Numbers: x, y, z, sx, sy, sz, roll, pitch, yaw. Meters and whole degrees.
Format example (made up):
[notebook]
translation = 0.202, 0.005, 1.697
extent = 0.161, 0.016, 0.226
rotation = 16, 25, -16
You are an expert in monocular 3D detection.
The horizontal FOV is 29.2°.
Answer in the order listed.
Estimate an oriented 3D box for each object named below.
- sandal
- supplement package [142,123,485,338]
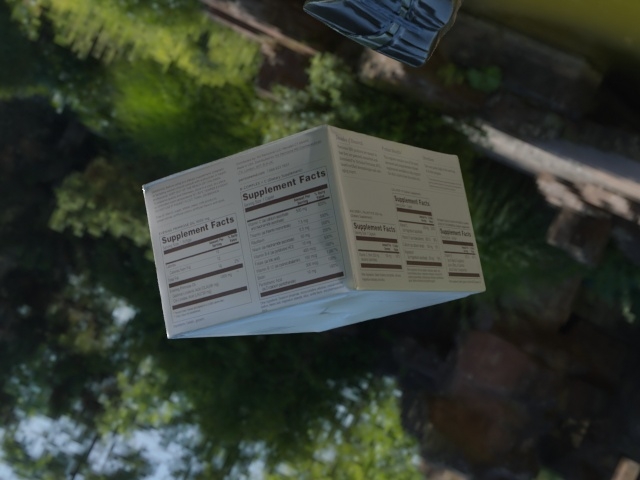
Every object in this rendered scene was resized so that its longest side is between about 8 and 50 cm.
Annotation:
[sandal]
translation = 0.040, -0.132, 0.626
extent = 0.072, 0.049, 0.180
rotation = 30, 171, -6
[supplement package]
translation = 0.000, 0.000, 1.151
extent = 0.204, 0.145, 0.262
rotation = -15, 169, 29
